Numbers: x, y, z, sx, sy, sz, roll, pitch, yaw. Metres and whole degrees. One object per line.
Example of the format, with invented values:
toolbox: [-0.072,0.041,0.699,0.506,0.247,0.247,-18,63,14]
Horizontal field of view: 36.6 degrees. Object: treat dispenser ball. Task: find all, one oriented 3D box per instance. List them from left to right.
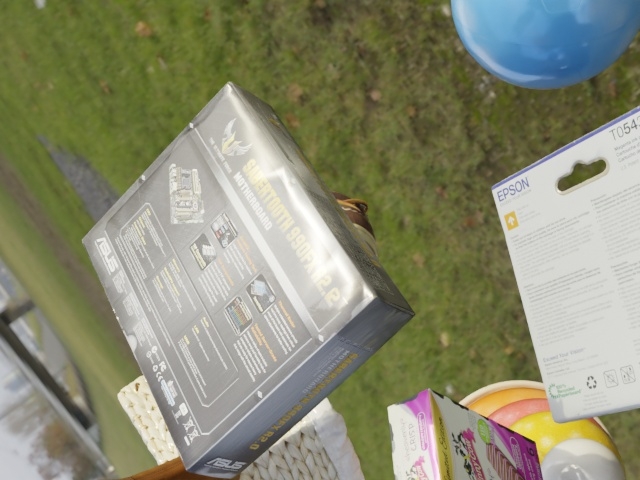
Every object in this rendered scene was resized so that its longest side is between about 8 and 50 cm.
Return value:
treat dispenser ball: [0.339,-0.370,1.442,0.288,0.288,0.288,48,163,19]

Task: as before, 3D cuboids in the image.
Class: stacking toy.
stacking toy: [0.363,0.367,1.519,0.350,0.351,0.480,50,169,12]

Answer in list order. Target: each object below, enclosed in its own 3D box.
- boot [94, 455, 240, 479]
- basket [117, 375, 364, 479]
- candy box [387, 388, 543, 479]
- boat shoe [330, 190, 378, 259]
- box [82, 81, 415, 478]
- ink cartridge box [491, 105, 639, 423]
boot: [-0.232,0.357,1.111,0.096,0.280,0.264,29,112,32]
basket: [-0.113,0.351,1.559,0.328,0.266,0.331,41,157,51]
candy box: [0.187,0.295,1.179,0.233,0.071,0.159,29,-138,-37]
boat shoe: [0.000,0.000,1.101,0.342,0.123,0.123,99,176,-75]
box: [-0.064,0.024,0.705,0.056,0.183,0.231,26,-156,-52]
ink cartridge box: [0.369,0.034,1.165,0.324,0.071,0.330,-31,67,56]
